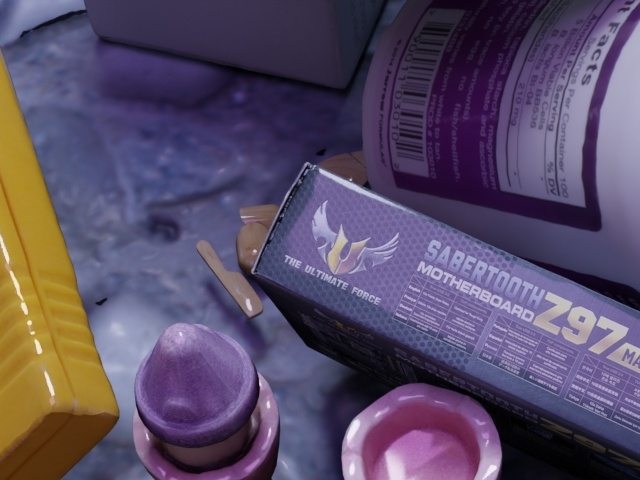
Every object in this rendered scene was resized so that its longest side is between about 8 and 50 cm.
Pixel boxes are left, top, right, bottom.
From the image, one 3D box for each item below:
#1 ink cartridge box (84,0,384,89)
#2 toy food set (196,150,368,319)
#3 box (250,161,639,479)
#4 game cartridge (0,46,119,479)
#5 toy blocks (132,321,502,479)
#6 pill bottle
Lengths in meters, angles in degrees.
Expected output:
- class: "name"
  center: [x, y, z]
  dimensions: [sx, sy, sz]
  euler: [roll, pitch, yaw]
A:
- class: "ink cartridge box"
  center: [-0.006, -0.332, 1.064]
  dimensions: [0.166, 0.285, 0.395]
  euler: [14, 60, 15]
- class: "toy food set"
  center: [0.000, 0.000, 1.011]
  dimensions: [0.122, 0.019, 0.078]
  euler: [-27, 58, -19]
- class: "box"
  center: [0.094, 0.056, 0.841]
  dimensions: [0.233, 0.183, 0.059]
  euler: [24, 82, 12]
- class: "game cartridge"
  center: [-0.236, 0.030, 0.903]
  dimensions: [0.285, 0.053, 0.323]
  euler: [-44, 50, 27]
- class: "toy blocks"
  center: [0.018, 0.187, 0.743]
  dimensions: [0.309, 0.260, 0.288]
  euler: [16, 60, 17]
- class: "pill bottle"
  center: [0.158, -0.044, 0.835]
  dimensions: [0.169, 0.169, 0.301]
  euler: [-41, 24, -18]
